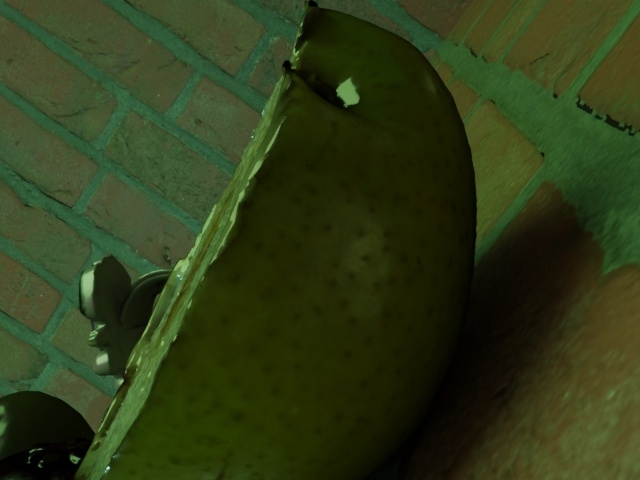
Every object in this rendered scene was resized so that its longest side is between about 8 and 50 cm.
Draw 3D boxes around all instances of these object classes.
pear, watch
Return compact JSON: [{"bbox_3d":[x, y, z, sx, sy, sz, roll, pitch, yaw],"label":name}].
[{"bbox_3d":[-0.012,0.055,0.596,0.386,0.191,0.340,-57,11,44],"label":"pear"},{"bbox_3d":[-0.244,0.125,1.386,0.231,0.244,0.196,-14,4,19],"label":"watch"}]

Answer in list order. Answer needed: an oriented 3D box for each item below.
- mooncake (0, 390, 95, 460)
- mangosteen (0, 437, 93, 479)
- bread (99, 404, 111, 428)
[{"bbox_3d":[-0.455,0.407,1.067,0.262,0.467,0.467,-55,3,38],"label":"mooncake"},{"bbox_3d":[-0.241,0.336,0.839,0.233,0.287,0.287,-27,1,-8],"label":"mangosteen"},{"bbox_3d":[-0.270,0.308,1.471,0.230,0.123,0.230,-17,11,4],"label":"bread"}]
